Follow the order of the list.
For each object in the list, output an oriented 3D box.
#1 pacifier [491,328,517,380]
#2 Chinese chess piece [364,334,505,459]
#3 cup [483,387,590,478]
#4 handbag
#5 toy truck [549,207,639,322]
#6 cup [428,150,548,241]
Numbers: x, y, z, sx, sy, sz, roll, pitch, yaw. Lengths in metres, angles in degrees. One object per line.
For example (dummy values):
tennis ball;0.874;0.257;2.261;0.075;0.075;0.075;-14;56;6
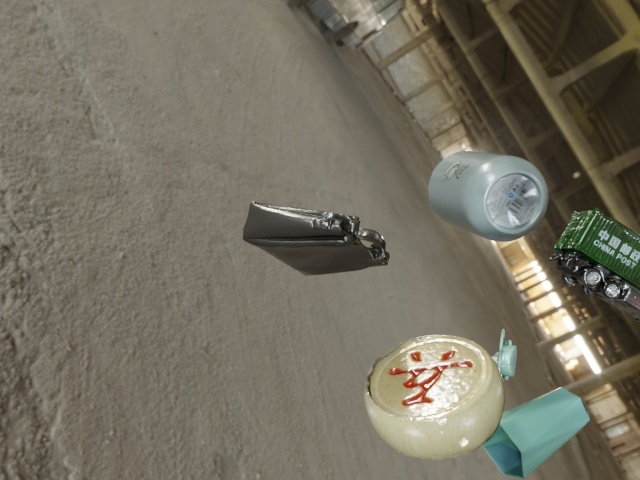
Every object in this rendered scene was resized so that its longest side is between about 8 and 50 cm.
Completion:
pacifier;0.432;0.296;1.399;0.126;0.116;0.151;8;85;-66
Chinese chess piece;0.203;0.275;1.001;0.250;0.249;0.103;-83;157;-65
cup;0.518;0.445;1.321;0.134;0.235;0.148;67;-20;5
handbag;0.000;-0.001;1.227;0.285;0.256;0.114;36;61;-56
toy truck;0.523;0.065;0.934;0.259;0.121;0.088;31;-3;-3
cup;0.405;-0.114;1.353;0.206;0.205;0.312;56;0;-11
